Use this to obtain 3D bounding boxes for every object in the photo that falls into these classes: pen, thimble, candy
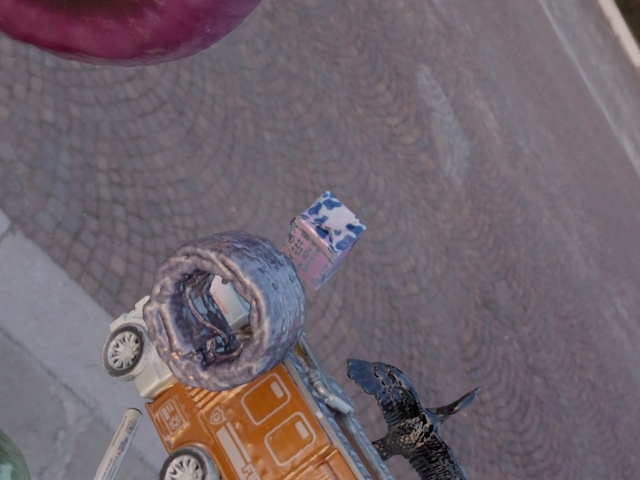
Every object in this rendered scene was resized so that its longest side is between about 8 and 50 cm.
[{"bbox_3d":[-0.249,0.272,1.027,0.025,0.025,0.204,52,25,-21],"label":"pen"},{"bbox_3d":[-0.091,0.068,0.867,0.150,0.150,0.098,63,25,0],"label":"thimble"},{"bbox_3d":[0.000,0.000,1.323,0.092,0.160,0.073,44,64,6],"label":"candy"}]

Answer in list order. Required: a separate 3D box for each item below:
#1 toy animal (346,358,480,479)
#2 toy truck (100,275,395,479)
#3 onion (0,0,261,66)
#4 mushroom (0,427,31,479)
[{"bbox_3d":[0.149,0.272,1.342,0.197,0.160,0.273,-30,85,-30],"label":"toy animal"},{"bbox_3d":[-0.079,0.199,1.000,0.388,0.207,0.173,53,8,35],"label":"toy truck"},{"bbox_3d":[-0.197,-0.291,0.733,0.358,0.358,0.345,34,64,-43],"label":"onion"},{"bbox_3d":[-0.596,0.375,1.294,0.352,0.260,0.352,25,10,-5],"label":"mushroom"}]
